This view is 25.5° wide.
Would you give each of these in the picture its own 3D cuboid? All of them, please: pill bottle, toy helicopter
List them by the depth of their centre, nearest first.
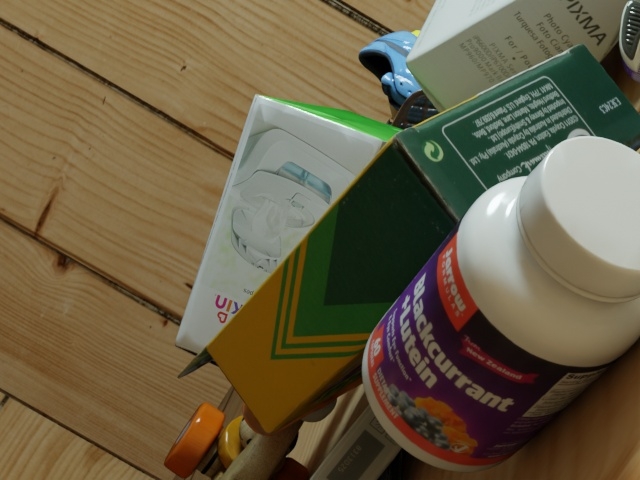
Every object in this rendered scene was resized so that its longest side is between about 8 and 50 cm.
[{"bbox_3d":[0.105,0.034,0.739,0.193,0.108,0.108,-57,4,49],"label":"pill bottle"},{"bbox_3d":[-0.014,0.133,1.501,0.355,0.140,0.235,-57,3,-20],"label":"toy helicopter"}]

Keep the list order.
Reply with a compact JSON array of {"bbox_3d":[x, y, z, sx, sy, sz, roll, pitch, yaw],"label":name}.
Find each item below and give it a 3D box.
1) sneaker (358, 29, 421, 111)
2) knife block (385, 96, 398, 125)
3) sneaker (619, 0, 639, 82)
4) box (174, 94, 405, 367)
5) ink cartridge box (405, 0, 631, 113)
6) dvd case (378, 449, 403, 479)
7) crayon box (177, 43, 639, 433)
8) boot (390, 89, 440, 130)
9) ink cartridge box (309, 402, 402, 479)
[{"bbox_3d":[0.114,-0.139,1.467,0.082,0.209,0.069,-18,-38,-27],"label":"sneaker"},{"bbox_3d":[0.159,-0.109,1.610,0.275,0.242,0.088,-14,12,6],"label":"knife block"},{"bbox_3d":[0.235,-0.143,0.908,0.170,0.068,0.071,-51,-18,-42],"label":"sneaker"},{"bbox_3d":[0.000,0.000,1.284,0.262,0.126,0.231,-4,-67,-71],"label":"box"},{"bbox_3d":[0.269,-0.273,1.122,0.385,0.091,0.308,-24,28,41],"label":"ink cartridge box"},{"bbox_3d":[0.011,0.253,1.036,0.165,0.018,0.221,-59,3,15],"label":"dvd case"},{"bbox_3d":[0.056,0.016,0.974,0.203,0.083,0.323,-28,-12,-41],"label":"crayon box"},{"bbox_3d":[0.098,-0.047,1.450,0.106,0.082,0.219,-36,-46,-78],"label":"boot"},{"bbox_3d":[0.048,0.149,1.095,0.145,0.045,0.179,-50,-10,-11],"label":"ink cartridge box"}]
